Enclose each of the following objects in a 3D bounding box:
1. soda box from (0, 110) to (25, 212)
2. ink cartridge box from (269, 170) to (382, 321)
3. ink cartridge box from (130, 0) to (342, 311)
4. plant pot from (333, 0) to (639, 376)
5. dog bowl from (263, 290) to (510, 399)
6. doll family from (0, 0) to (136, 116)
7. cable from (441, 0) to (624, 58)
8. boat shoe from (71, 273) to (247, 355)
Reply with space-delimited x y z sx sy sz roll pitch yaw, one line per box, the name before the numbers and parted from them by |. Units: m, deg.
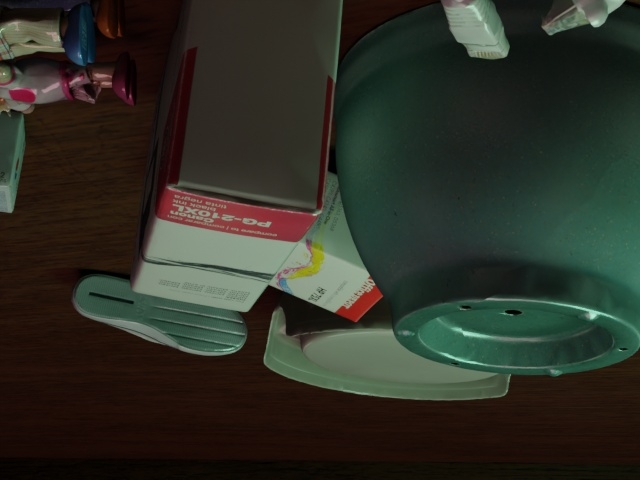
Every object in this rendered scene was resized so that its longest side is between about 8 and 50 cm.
soda box | -0.369 -0.082 0.926 0.216 0.074 0.069 9 160 -11
ink cartridge box | 0.000 0.000 0.983 0.231 0.078 0.134 23 158 -5
ink cartridge box | -0.066 -0.065 0.756 0.100 0.172 0.237 10 160 -12
plant pot | 0.146 -0.015 0.793 0.293 0.196 0.293 5 158 2
dog bowl | 0.104 0.108 1.304 0.349 0.102 0.349 4 160 1
doll family | -0.214 -0.151 0.686 0.163 0.118 0.263 -1 178 -1
cable | 0.094 -0.202 0.343 0.257 0.089 0.257 -35 145 17
boat shoe | -0.204 0.089 1.384 0.226 0.083 0.076 20 170 -8
